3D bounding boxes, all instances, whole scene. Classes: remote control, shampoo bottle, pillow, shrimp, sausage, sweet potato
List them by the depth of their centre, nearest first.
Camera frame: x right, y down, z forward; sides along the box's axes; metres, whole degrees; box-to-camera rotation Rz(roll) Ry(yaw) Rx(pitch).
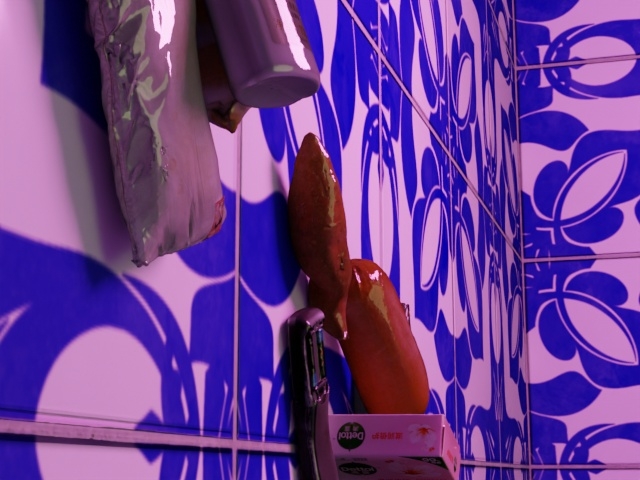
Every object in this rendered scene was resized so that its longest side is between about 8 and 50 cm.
[{"bbox_3d":[-0.104,-0.103,0.730,0.128,0.051,0.229,-44,129,-66],"label":"pillow"},{"bbox_3d":[-0.060,-0.204,0.790,0.086,0.056,0.227,9,62,-68],"label":"shampoo bottle"},{"bbox_3d":[-0.065,-0.150,0.881,0.166,0.049,0.161,10,69,-73],"label":"shrimp"},{"bbox_3d":[-0.005,0.167,1.057,0.059,0.028,0.212,-35,120,-73],"label":"remote control"},{"bbox_3d":[-0.001,-0.001,1.068,0.055,0.058,0.202,35,-42,53],"label":"sweet potato"},{"bbox_3d":[0.057,0.103,1.181,0.076,0.076,0.197,-69,143,-55],"label":"sausage"}]

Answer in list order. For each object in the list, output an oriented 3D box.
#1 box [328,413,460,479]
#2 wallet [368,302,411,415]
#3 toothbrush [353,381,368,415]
[{"bbox_3d":[0.066,0.203,1.123,0.089,0.125,0.043,60,32,-55],"label":"box"},{"bbox_3d":[0.092,0.190,1.362,0.161,0.042,0.195,-66,149,-58],"label":"wallet"},{"bbox_3d":[0.043,0.197,1.232,0.024,0.018,0.257,48,41,-70],"label":"toothbrush"}]
